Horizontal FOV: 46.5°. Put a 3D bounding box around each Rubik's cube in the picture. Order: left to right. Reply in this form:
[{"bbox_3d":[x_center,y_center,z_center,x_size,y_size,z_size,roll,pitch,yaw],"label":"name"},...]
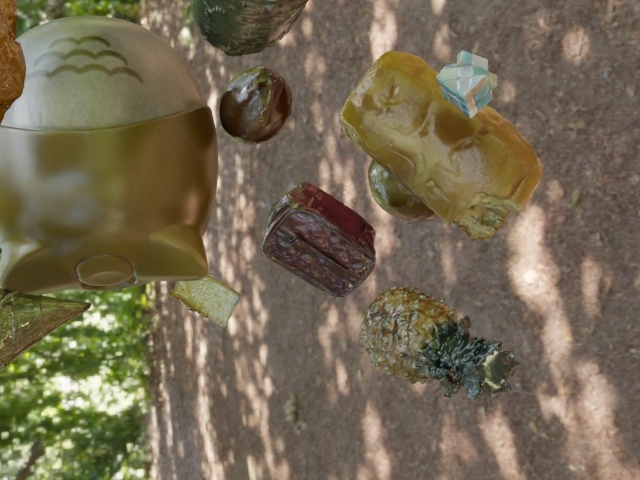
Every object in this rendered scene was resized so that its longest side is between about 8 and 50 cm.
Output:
[{"bbox_3d":[0.214,-0.233,1.079,0.084,0.073,0.075,49,-179,14],"label":"Rubik's cube"}]

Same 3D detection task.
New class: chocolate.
[{"bbox_3d":[-0.110,-0.237,1.282,0.133,0.124,0.127,106,170,-53],"label":"chocolate"}]

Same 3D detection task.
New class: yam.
[{"bbox_3d":[-0.086,-0.337,0.951,0.304,0.168,0.168,-171,79,-79],"label":"yam"}]

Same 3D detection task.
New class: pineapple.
[{"bbox_3d":[0.190,0.170,1.157,0.278,0.157,0.158,22,112,53],"label":"pineapple"}]

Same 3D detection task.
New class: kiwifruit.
[{"bbox_3d":[0.192,-0.130,1.464,0.234,0.196,0.196,176,92,-68],"label":"kiwifruit"}]

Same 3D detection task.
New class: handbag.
[{"bbox_3d":[0.000,0.000,1.443,0.146,0.225,0.135,-46,19,29],"label":"handbag"}]

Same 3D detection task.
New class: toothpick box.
[{"bbox_3d":[-0.376,-0.120,1.278,0.409,0.408,0.425,133,133,-57],"label":"toothpick box"}]

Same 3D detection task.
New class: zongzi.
[{"bbox_3d":[-0.419,0.146,1.017,0.078,0.176,0.160,135,146,-76],"label":"zongzi"}]

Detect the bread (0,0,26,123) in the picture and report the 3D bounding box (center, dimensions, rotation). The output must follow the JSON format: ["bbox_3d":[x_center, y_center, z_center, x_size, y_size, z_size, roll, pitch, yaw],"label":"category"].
[{"bbox_3d":[-0.502,-0.246,0.767,0.398,0.398,0.215,124,145,-52],"label":"bread"}]

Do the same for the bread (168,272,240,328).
[{"bbox_3d":[-0.220,0.103,1.428,0.080,0.109,0.084,23,82,57],"label":"bread"}]

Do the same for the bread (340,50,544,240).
[{"bbox_3d":[0.202,-0.160,1.251,0.344,0.149,0.195,39,98,11],"label":"bread"}]
